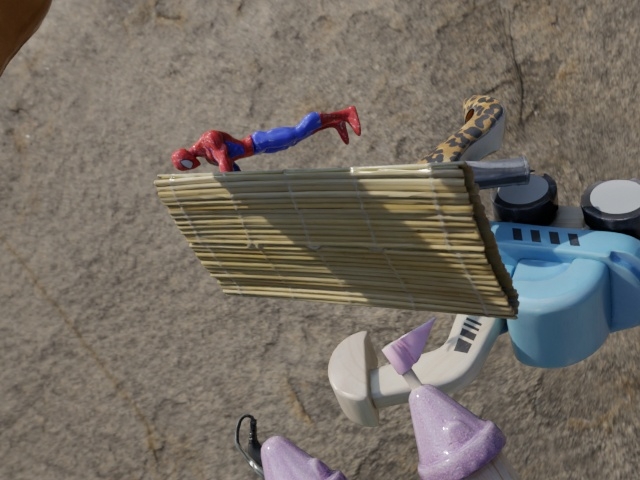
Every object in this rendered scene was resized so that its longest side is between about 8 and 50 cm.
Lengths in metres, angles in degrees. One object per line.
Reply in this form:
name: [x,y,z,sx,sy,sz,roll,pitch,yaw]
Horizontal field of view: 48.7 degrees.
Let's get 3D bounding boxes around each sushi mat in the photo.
sushi mat: [0.000,0.000,0.606,0.317,0.151,0.019,2,44,36]

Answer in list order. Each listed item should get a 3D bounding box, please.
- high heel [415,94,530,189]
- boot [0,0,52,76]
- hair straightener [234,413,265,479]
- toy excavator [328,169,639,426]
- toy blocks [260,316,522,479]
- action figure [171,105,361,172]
high heel: [0.199,-0.158,1.107,0.186,0.261,0.093,-7,128,-1]
boot: [-0.300,-0.255,0.481,0.104,0.295,0.211,-8,51,29]
hair straightener: [0.023,0.213,0.563,0.230,0.089,0.047,37,76,10]
toy excavator: [0.276,0.110,1.089,0.433,0.222,0.445,6,45,29]
toy blocks: [0.027,0.232,0.420,0.289,0.309,0.260,-37,82,5]
action figure: [-0.074,-0.111,1.047,0.281,0.091,0.138,-11,85,-17]
